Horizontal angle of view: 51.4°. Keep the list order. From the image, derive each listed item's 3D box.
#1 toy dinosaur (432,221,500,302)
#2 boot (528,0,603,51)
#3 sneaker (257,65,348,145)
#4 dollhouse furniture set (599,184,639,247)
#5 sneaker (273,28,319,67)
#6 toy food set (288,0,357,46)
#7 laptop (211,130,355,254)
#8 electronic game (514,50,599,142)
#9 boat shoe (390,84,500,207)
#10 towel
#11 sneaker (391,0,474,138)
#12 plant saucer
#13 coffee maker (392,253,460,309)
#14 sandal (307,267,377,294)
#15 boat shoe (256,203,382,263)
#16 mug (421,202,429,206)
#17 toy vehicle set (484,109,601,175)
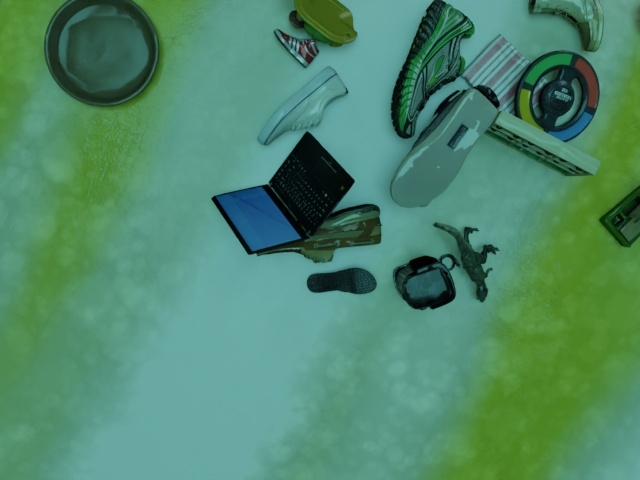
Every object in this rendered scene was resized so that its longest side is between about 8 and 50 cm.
[{"bbox_3d":[0.380,0.030,1.666,0.118,0.064,0.268,-48,113,-35],"label":"toy dinosaur"},{"bbox_3d":[0.603,-0.564,1.642,0.165,0.077,0.213,-6,89,-2],"label":"boot"},{"bbox_3d":[-0.041,-0.313,1.630,0.258,0.094,0.091,-42,92,2],"label":"sneaker"},{"bbox_3d":[0.878,0.011,1.631,0.151,0.197,0.301,-43,94,0],"label":"dollhouse furniture set"},{"bbox_3d":[-0.056,-0.492,1.642,0.067,0.042,0.118,-44,102,6],"label":"sneaker"},{"bbox_3d":[-0.013,-0.547,1.630,0.218,0.071,0.128,37,56,-9],"label":"toy food set"},{"bbox_3d":[-0.093,-0.119,1.559,0.137,0.234,0.264,22,113,-46],"label":"laptop"},{"bbox_3d":[0.587,-0.352,1.647,0.229,0.048,0.229,-3,106,-12],"label":"electronic game"},{"bbox_3d":[0.287,-0.226,1.619,0.127,0.158,0.340,41,95,-13],"label":"boat shoe"},{"bbox_3d":[0.468,-0.401,1.675,0.197,0.029,0.144,45,92,-2],"label":"towel"},{"bbox_3d":[0.272,-0.405,1.614,0.146,0.134,0.343,23,93,-4],"label":"sneaker"},{"bbox_3d":[-0.532,-0.467,1.631,0.278,0.041,0.277,0,95,-2],"label":"plant saucer"},{"bbox_3d":[0.268,0.090,1.628,0.171,0.178,0.120,-44,95,2],"label":"coffee maker"},{"bbox_3d":[0.056,0.104,1.697,0.179,0.040,0.067,-2,89,13],"label":"sandal"},{"bbox_3d":[0.000,0.000,1.644,0.324,0.122,0.119,-14,98,0],"label":"boat shoe"},{"bbox_3d":[0.251,-0.118,1.667,0.064,0.078,0.062,34,71,-12],"label":"mug"},{"bbox_3d":[0.524,-0.233,1.618,0.267,0.166,0.035,27,93,-3],"label":"toy vehicle set"}]
